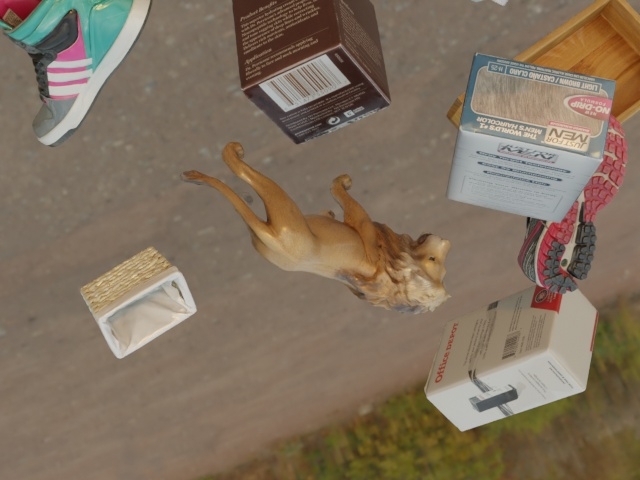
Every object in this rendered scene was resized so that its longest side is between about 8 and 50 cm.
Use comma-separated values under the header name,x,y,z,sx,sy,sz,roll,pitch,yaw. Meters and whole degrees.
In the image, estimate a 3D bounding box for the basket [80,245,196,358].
name,x,y,z,sx,sy,sz,roll,pitch,yaw
basket,-0.322,0.105,2.044,0.167,0.103,0.113,-31,135,-15

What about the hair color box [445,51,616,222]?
name,x,y,z,sx,sy,sz,roll,pitch,yaw
hair color box,0.263,-0.123,1.516,0.173,0.105,0.347,12,170,6

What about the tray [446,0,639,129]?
name,x,y,z,sx,sy,sz,roll,pitch,yaw
tray,0.436,-0.258,2.041,0.411,0.203,0.076,-36,170,-25

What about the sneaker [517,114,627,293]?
name,x,y,z,sx,sy,sz,roll,pitch,yaw
sneaker,0.391,-0.071,1.868,0.120,0.299,0.112,15,-171,-28

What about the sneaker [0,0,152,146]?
name,x,y,z,sx,sy,sz,roll,pitch,yaw
sneaker,-0.373,-0.260,1.590,0.178,0.124,0.295,26,129,-22

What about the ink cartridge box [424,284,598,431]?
name,x,y,z,sx,sy,sz,roll,pitch,yaw
ink cartridge box,0.337,0.201,2.062,0.273,0.114,0.197,-26,-153,38

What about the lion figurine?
name,x,y,z,sx,sy,sz,roll,pitch,yaw
lion figurine,0.000,0.000,1.676,0.392,0.240,0.142,6,130,-36

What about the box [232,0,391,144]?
name,x,y,z,sx,sy,sz,roll,pitch,yaw
box,-0.014,-0.287,1.721,0.168,0.203,0.167,-21,146,22

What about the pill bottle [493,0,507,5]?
name,x,y,z,sx,sy,sz,roll,pitch,yaw
pill bottle,0.249,-0.387,1.492,0.087,0.087,0.160,3,122,-55
